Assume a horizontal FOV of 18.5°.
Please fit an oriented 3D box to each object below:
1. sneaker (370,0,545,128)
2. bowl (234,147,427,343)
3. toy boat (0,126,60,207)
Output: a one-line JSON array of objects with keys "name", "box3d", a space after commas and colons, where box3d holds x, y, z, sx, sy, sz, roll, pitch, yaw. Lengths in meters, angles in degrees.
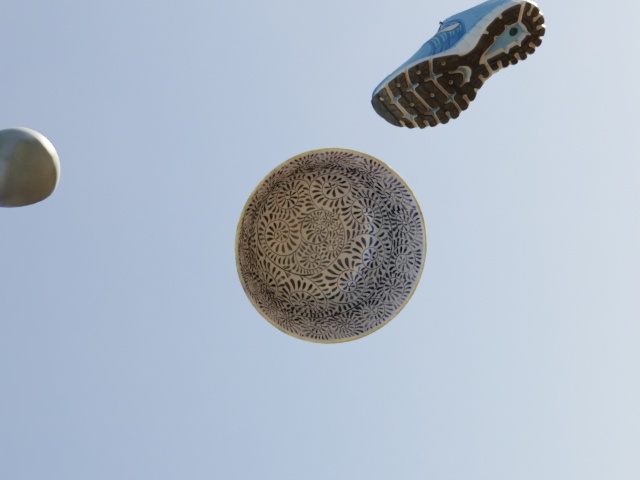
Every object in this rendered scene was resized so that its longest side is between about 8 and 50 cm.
[{"name": "sneaker", "box3d": [0.114, -0.154, 1.674, 0.162, 0.073, 0.063, -32, -62, 0]}, {"name": "bowl", "box3d": [0.000, 0.000, 1.705, 0.080, 0.170, 0.170, -153, 81, -73]}, {"name": "toy boat", "box3d": [-0.328, -0.147, 1.542, 0.148, 0.318, 0.267, -19, -20, -26]}]
